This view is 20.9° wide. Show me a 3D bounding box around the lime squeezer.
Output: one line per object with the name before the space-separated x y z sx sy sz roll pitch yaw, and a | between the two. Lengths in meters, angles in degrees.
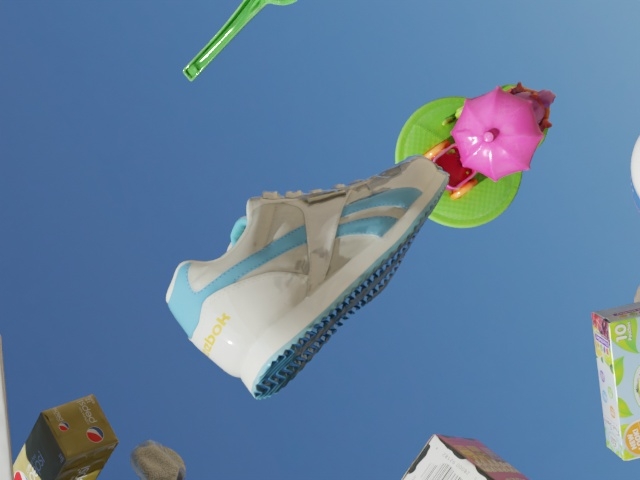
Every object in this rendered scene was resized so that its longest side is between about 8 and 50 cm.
lime squeezer | -0.039 -0.228 1.501 0.059 0.310 0.110 34 -116 -5

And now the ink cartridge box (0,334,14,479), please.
ink cartridge box | -0.391 0.203 1.561 0.045 0.224 0.223 -163 69 -68

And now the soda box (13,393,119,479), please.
soda box | -0.263 0.227 1.730 0.061 0.181 0.058 -17 -115 -34

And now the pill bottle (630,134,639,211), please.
pill bottle | 0.385 -0.073 1.808 0.124 0.124 0.221 63 -174 10

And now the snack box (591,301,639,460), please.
snack box | 0.261 0.085 1.182 0.037 0.141 0.100 -140 40 -74

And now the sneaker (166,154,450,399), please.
sneaker | 0.000 0.000 1.086 0.092 0.087 0.228 39 -134 12

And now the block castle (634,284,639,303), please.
block castle | 0.567 -0.035 2.004 0.213 0.453 0.303 26 -112 -4

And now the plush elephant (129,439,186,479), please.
plush elephant | -0.184 0.384 1.959 0.272 0.330 0.255 46 159 18

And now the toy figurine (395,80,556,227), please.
toy figurine | 0.170 -0.100 1.609 0.130 0.173 0.159 55 163 -1

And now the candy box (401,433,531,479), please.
candy box | 0.211 0.298 1.802 0.233 0.071 0.159 36 -174 23
